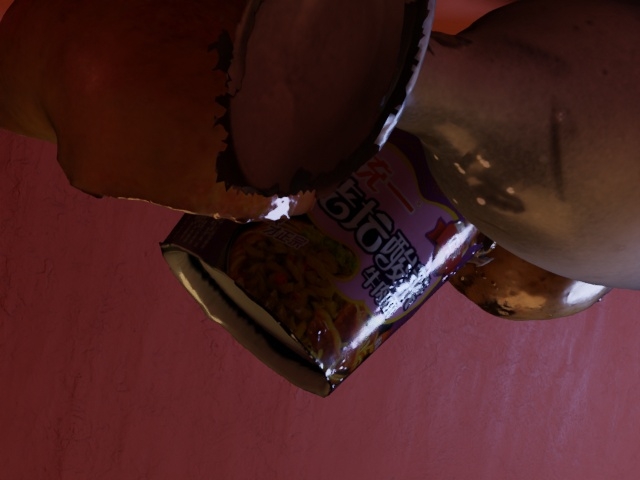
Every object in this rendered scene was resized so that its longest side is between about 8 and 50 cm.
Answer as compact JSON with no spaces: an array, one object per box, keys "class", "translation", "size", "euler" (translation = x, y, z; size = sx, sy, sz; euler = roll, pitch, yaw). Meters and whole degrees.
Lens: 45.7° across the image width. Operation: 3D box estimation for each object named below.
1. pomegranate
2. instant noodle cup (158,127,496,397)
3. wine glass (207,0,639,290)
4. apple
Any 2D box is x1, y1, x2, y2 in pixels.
[{"class":"pomegranate","translation":[0.284,-0.027,1.028],"size":[0.281,0.281,0.281],"euler":[11,-178,0]},{"class":"instant noodle cup","translation":[0.000,0.000,0.867],"size":[0.340,0.266,0.340],"euler":[35,159,15]},{"class":"wine glass","translation":[0.128,-0.073,0.459],"size":[0.357,0.190,0.190],"euler":[8,-177,-32]},{"class":"apple","translation":[-0.118,-0.137,0.615],"size":[0.251,0.163,0.293],"euler":[-3,-155,-46]}]
